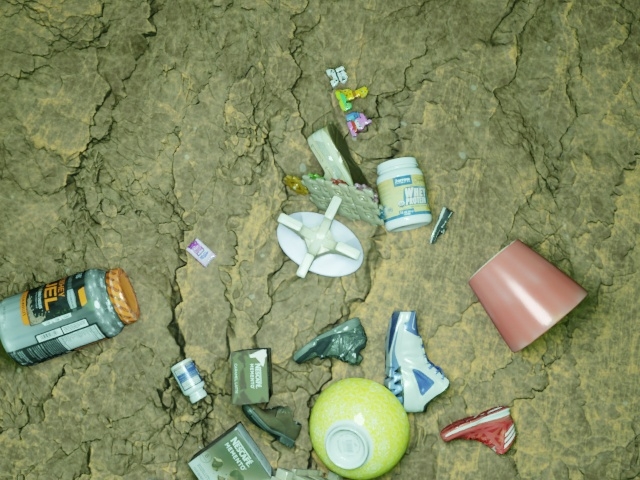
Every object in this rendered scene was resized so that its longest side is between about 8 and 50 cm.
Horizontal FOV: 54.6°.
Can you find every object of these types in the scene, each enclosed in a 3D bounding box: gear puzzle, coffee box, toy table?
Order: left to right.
[{"bbox_3d":[-0.212,0.683,1.736,0.168,0.119,0.297,-35,84,-5],"label":"coffee box"},{"bbox_3d":[-0.187,0.372,1.719,0.098,0.246,0.141,-3,82,-2],"label":"coffee box"},{"bbox_3d":[0.000,0.000,1.826,0.274,0.161,0.252,14,82,1],"label":"toy table"},{"bbox_3d":[0.036,-0.137,1.832,0.339,0.175,0.044,16,62,31],"label":"gear puzzle"}]

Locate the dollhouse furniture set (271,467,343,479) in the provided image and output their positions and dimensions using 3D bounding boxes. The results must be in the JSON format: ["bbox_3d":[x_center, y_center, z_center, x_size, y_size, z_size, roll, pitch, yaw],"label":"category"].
[{"bbox_3d":[0.072,0.734,1.615,0.303,0.355,0.173,8,77,38],"label":"dollhouse furniture set"}]

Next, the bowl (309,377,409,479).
[{"bbox_3d":[0.089,0.540,1.701,0.290,0.156,0.289,2,97,17],"label":"bowl"}]

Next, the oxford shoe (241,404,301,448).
[{"bbox_3d":[-0.136,0.497,1.750,0.227,0.083,0.096,46,71,-39],"label":"oxford shoe"}]

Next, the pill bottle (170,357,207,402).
[{"bbox_3d":[-0.379,0.407,1.797,0.067,0.067,0.120,-29,84,-6],"label":"pill bottle"}]

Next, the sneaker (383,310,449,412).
[{"bbox_3d":[0.283,0.362,1.810,0.182,0.127,0.315,5,88,-5],"label":"sneaker"}]

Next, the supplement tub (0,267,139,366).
[{"bbox_3d":[-0.702,0.206,1.746,0.338,0.207,0.207,-20,83,-6],"label":"supplement tub"}]

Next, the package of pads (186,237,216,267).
[{"bbox_3d":[-0.359,0.037,1.871,0.083,0.032,0.050,42,80,4],"label":"package of pads"}]

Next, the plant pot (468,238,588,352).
[{"bbox_3d":[0.578,0.148,1.787,0.275,0.275,0.243,-39,75,-7],"label":"plant pot"}]

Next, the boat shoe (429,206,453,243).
[{"bbox_3d":[0.371,-0.042,1.905,0.038,0.046,0.125,23,73,6],"label":"boat shoe"}]

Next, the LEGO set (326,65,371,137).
[{"bbox_3d":[0.108,-0.436,1.929,0.093,0.087,0.227,-23,83,10],"label":"LEGO set"}]

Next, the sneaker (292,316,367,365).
[{"bbox_3d":[0.038,0.328,1.815,0.228,0.087,0.130,-25,77,-11],"label":"sneaker"}]

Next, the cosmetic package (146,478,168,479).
[{"bbox_3d":[-0.437,0.720,1.665,0.127,0.238,0.107,7,84,-4],"label":"cosmetic package"}]

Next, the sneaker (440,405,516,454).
[{"bbox_3d":[0.467,0.573,1.796,0.221,0.087,0.128,-19,81,-4],"label":"sneaker"}]

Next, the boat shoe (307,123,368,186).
[{"bbox_3d":[0.059,-0.201,1.895,0.098,0.109,0.302,-25,95,29],"label":"boat shoe"}]

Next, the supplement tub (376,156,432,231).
[{"bbox_3d":[0.248,-0.136,1.862,0.144,0.144,0.199,-10,82,-4],"label":"supplement tub"}]
